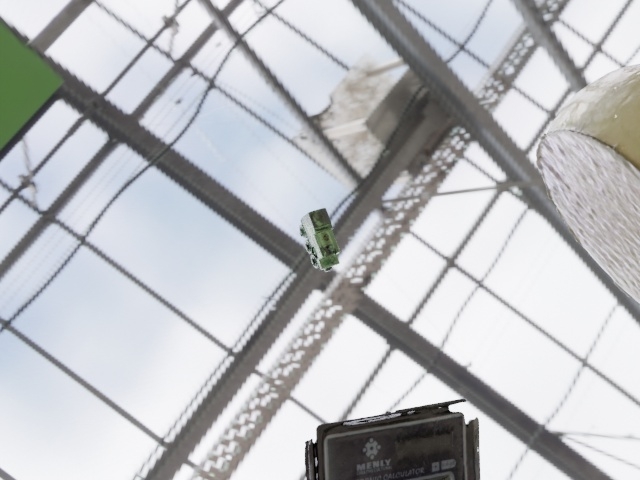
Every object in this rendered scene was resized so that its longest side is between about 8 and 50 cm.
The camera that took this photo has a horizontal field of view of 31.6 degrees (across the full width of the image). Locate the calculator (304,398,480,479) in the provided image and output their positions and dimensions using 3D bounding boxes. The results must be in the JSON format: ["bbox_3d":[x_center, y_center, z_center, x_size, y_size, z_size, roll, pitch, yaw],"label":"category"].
[{"bbox_3d":[0.066,0.272,0.916,0.166,0.028,0.274,-5,-87,-28],"label":"calculator"}]

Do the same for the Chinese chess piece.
[{"bbox_3d":[0.317,-0.029,1.012,0.112,0.270,0.270,-40,-73,-9],"label":"Chinese chess piece"}]

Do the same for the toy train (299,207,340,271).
[{"bbox_3d":[0.000,0.000,1.529,0.033,0.053,0.083,-18,-99,-26],"label":"toy train"}]
